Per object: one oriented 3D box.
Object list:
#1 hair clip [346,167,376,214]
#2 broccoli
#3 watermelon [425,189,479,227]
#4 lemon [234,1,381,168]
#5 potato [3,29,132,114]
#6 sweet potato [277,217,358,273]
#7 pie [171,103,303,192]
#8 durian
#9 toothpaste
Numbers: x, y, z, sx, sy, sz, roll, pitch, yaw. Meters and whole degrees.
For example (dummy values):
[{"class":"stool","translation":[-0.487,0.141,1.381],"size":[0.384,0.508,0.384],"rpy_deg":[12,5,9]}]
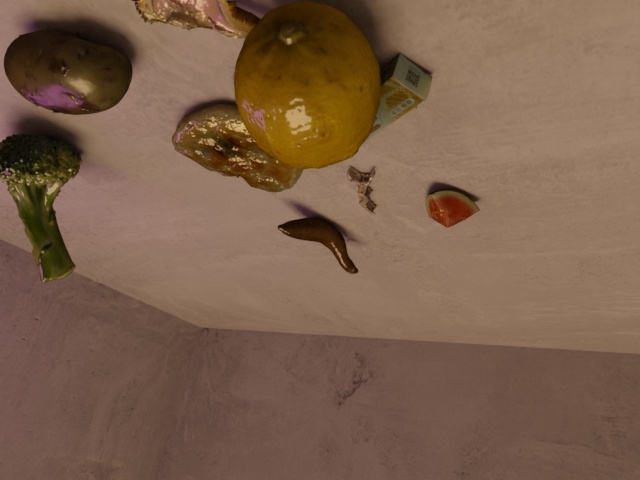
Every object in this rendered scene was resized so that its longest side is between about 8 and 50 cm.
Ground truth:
[{"class":"hair clip","translation":[0.113,-0.126,1.373],"size":[0.072,0.034,0.226],"rpy_deg":[11,159,12]},{"class":"broccoli","translation":[-0.781,-0.113,1.441],"size":[0.275,0.397,0.353],"rpy_deg":[-14,151,-1]},{"class":"watermelon","translation":[0.331,-0.074,1.306],"size":[0.135,0.094,0.125],"rpy_deg":[4,150,11]},{"class":"lemon","translation":[-0.019,-0.248,0.878],"size":[0.245,0.245,0.320],"rpy_deg":[7,160,12]},{"class":"potato","translation":[-0.505,-0.336,1.045],"size":[0.262,0.165,0.165],"rpy_deg":[7,157,19]},{"class":"sweet potato","translation":[0.005,-0.005,1.617],"size":[0.346,0.108,0.079],"rpy_deg":[32,159,-34]},{"class":"pie","translation":[-0.197,-0.219,1.260],"size":[0.337,0.075,0.337],"rpy_deg":[11,157,5]},{"class":"durian","translation":[-0.189,-0.397,0.845],"size":[0.224,0.078,0.140],"rpy_deg":[12,148,-26]},{"class":"toothpaste","translation":[0.087,-0.253,1.046],"size":[0.089,0.071,0.313],"rpy_deg":[27,154,-22]}]
